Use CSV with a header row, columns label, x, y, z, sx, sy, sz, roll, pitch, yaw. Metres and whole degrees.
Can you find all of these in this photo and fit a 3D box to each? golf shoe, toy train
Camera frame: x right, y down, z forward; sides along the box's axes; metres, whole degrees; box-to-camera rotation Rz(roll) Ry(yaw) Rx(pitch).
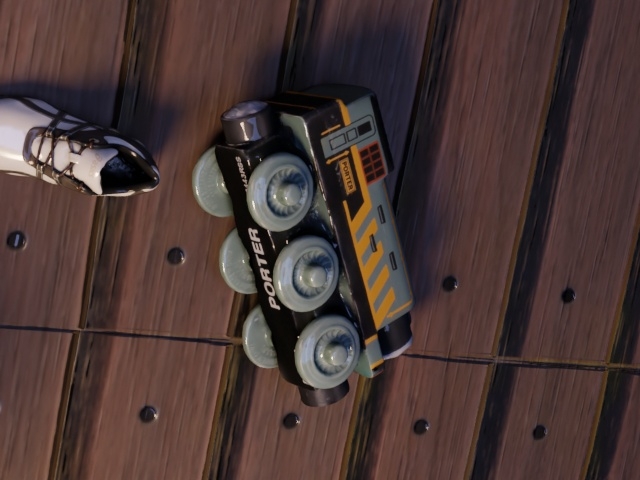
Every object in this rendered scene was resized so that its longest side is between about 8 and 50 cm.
label,x,y,z,sx,sy,sz,roll,pitch,yaw
golf shoe,-0.239,-0.086,1.428,0.198,0.094,0.077,10,98,-28
toy train,0.000,0.000,1.555,0.190,0.142,0.334,-29,114,-30
